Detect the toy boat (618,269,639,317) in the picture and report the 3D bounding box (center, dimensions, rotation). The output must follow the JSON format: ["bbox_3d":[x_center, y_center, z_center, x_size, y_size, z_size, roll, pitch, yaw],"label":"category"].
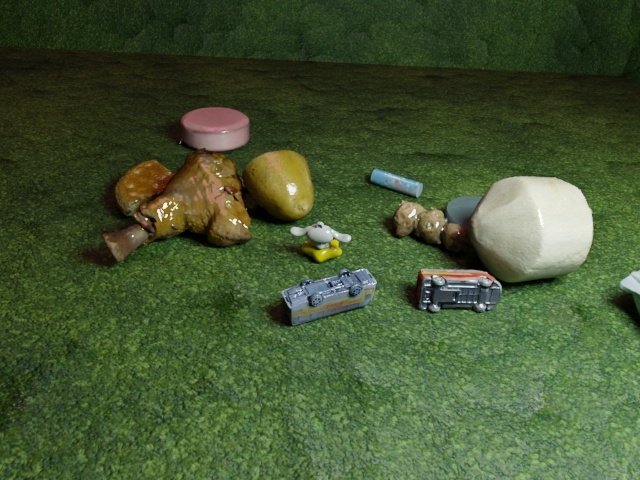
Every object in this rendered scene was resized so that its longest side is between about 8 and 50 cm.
[{"bbox_3d":[0.746,0.165,0.924,0.199,0.100,0.290,-15,38,-27],"label":"toy boat"}]

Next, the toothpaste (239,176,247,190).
[{"bbox_3d":[-0.175,-0.160,1.383,0.215,0.037,0.062,7,33,-3],"label":"toothpaste"}]

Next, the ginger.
[{"bbox_3d":[0.281,-0.033,1.196,0.203,0.080,0.105,21,76,25],"label":"ginger"}]

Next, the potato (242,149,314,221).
[{"bbox_3d":[-0.093,-0.123,1.226,0.178,0.203,0.158,-26,62,0],"label":"potato"}]

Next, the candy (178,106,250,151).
[{"bbox_3d":[-0.379,-0.395,1.664,0.254,0.095,0.255,3,34,-2],"label":"candy"}]

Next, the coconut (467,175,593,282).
[{"bbox_3d":[0.462,-0.026,1.066,0.265,0.238,0.237,-6,34,-13],"label":"coconut"}]

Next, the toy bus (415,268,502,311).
[{"bbox_3d":[0.289,0.102,0.998,0.174,0.079,0.077,1,24,-5],"label":"toy bus"}]

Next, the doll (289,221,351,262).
[{"bbox_3d":[-0.008,-0.001,1.089,0.135,0.113,0.072,22,53,-8],"label":"doll"}]

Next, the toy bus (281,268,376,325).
[{"bbox_3d":[0.018,0.114,0.948,0.190,0.075,0.064,-11,35,-20],"label":"toy bus"}]

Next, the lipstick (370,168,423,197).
[{"bbox_3d":[0.233,-0.176,1.437,0.157,0.048,0.048,23,38,26],"label":"lipstick"}]

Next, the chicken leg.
[{"bbox_3d":[-0.309,-0.063,1.127,0.295,0.182,0.409,36,47,16],"label":"chicken leg"}]

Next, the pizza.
[{"bbox_3d":[-0.468,-0.147,1.312,0.196,0.058,0.292,0,35,-7],"label":"pizza"}]

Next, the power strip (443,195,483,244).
[{"bbox_3d":[0.420,-0.061,1.278,0.253,0.054,0.167,-14,35,-26],"label":"power strip"}]
